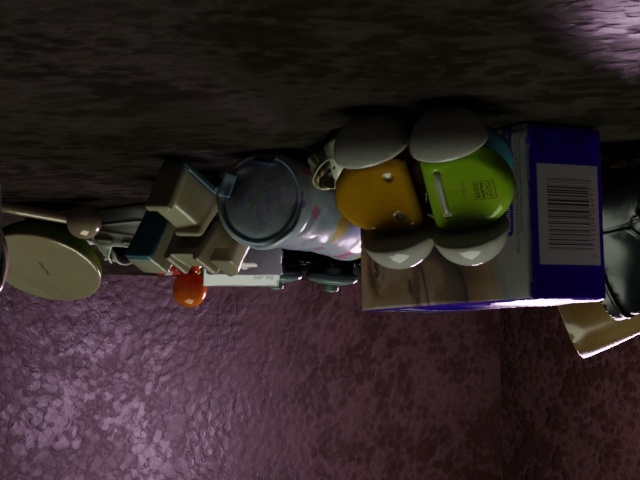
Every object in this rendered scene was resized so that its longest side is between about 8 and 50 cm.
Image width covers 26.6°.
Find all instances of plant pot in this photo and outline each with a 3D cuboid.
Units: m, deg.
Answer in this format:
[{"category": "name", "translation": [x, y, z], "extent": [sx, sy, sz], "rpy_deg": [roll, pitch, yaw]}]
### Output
[{"category": "plant pot", "translation": [0.458, 0.017, 1.910], "extent": [0.254, 0.237, 0.237], "rpy_deg": [-19, 170, 17]}]

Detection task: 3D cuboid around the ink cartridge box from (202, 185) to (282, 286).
[{"category": "ink cartridge box", "translation": [-0.108, 0.005, 1.809], "extent": [0.104, 0.180, 0.060], "rpy_deg": [1, 132, -8]}]

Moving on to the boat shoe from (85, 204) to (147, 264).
[{"category": "boat shoe", "translation": [-0.314, -0.004, 2.153], "extent": [0.267, 0.088, 0.096], "rpy_deg": [-6, 173, 43]}]

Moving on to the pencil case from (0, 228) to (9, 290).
[{"category": "pencil case", "translation": [-0.637, 0.040, 2.060], "extent": [0.410, 0.183, 0.160], "rpy_deg": [-5, 146, 48]}]

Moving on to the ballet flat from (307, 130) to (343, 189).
[{"category": "ballet flat", "translation": [0.026, -0.084, 1.472], "extent": [0.057, 0.052, 0.168], "rpy_deg": [1, 175, -12]}]

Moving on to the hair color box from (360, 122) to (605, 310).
[{"category": "hair color box", "translation": [0.171, -0.015, 1.529], "extent": [0.110, 0.185, 0.339], "rpy_deg": [2, 174, -27]}]

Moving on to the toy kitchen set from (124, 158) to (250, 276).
[{"category": "toy kitchen set", "translation": [-0.185, -0.050, 1.699], "extent": [0.207, 0.122, 0.166], "rpy_deg": [1, 148, 43]}]

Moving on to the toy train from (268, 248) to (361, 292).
[{"category": "toy train", "translation": [0.000, 0.000, 2.030], "extent": [0.334, 0.142, 0.190], "rpy_deg": [2, -176, -22]}]

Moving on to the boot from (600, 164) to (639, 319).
[{"category": "boot", "translation": [0.408, -0.008, 1.560], "extent": [0.207, 0.094, 0.246], "rpy_deg": [-11, 134, 25]}]

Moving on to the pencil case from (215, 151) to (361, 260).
[{"category": "pencil case", "translation": [-0.018, -0.038, 1.663], "extent": [0.124, 0.113, 0.273], "rpy_deg": [7, 179, 27]}]

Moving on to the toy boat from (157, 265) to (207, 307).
[{"category": "toy boat", "translation": [-0.222, 0.037, 2.270], "extent": [0.151, 0.151, 0.231], "rpy_deg": [2, 174, -27]}]

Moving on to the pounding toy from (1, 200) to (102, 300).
[{"category": "pounding toy", "translation": [-0.416, -0.014, 2.096], "extent": [0.183, 0.110, 0.237], "rpy_deg": [13, 146, -3]}]

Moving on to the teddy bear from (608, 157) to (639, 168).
[{"category": "teddy bear", "translation": [0.323, -0.047, 1.717], "extent": [0.338, 0.113, 0.245], "rpy_deg": [0, 157, 6]}]

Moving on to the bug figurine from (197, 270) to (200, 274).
[{"category": "bug figurine", "translation": [-0.110, 0.017, 2.515], "extent": [0.279, 0.072, 0.216], "rpy_deg": [-5, -178, -3]}]

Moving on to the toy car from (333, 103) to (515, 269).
[{"category": "toy car", "translation": [0.110, -0.065, 1.332], "extent": [0.182, 0.159, 0.136], "rpy_deg": [-4, -151, 28]}]
